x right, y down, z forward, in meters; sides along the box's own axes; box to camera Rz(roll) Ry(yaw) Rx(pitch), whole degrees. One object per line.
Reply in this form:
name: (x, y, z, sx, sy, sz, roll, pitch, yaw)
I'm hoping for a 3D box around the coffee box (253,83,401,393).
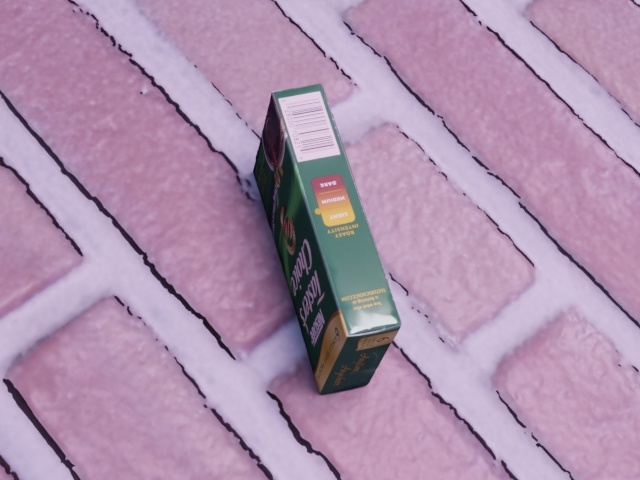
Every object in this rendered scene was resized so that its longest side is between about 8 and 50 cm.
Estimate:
coffee box: (0.000, 0.000, 0.751, 0.040, 0.113, 0.184, -11, 67, -16)
